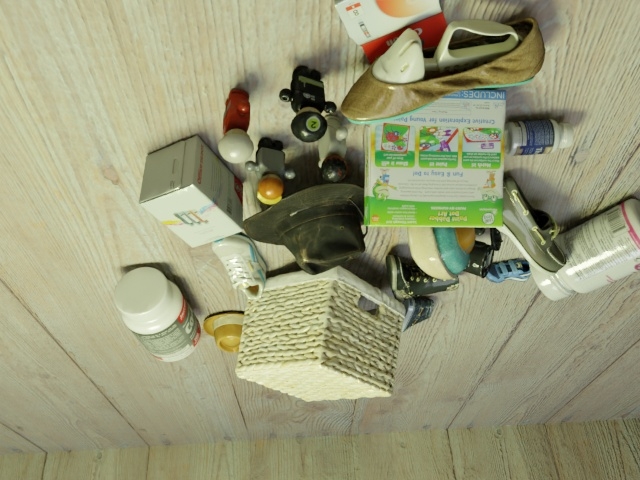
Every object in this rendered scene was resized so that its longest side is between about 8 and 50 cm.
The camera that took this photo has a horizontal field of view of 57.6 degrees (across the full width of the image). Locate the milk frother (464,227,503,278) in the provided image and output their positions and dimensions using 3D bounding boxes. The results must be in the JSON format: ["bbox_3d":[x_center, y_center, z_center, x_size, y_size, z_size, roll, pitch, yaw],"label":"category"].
[{"bbox_3d":[0.361,0.011,1.426,0.135,0.129,0.143,18,-169,30],"label":"milk frother"}]

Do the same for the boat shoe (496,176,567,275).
[{"bbox_3d":[0.479,-0.029,1.323,0.305,0.109,0.091,39,124,-25],"label":"boat shoe"}]

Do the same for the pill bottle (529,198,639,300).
[{"bbox_3d":[0.671,0.032,1.424,0.160,0.160,0.283,22,139,-34],"label":"pill bottle"}]

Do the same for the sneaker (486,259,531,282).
[{"bbox_3d":[0.510,0.079,1.576,0.144,0.053,0.059,-3,148,-17],"label":"sneaker"}]

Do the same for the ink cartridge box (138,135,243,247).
[{"bbox_3d":[-0.252,-0.094,1.161,0.127,0.128,0.176,-16,144,18],"label":"ink cartridge box"}]

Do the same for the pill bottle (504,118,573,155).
[{"bbox_3d":[0.421,-0.200,1.130,0.120,0.067,0.067,-4,146,0],"label":"pill bottle"}]

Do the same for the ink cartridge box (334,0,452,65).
[{"bbox_3d":[0.118,-0.339,0.911,0.145,0.045,0.179,-17,142,19],"label":"ink cartridge box"}]

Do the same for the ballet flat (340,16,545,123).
[{"bbox_3d":[0.193,-0.285,0.931,0.342,0.116,0.124,-12,142,2],"label":"ballet flat"}]

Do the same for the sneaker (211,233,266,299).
[{"bbox_3d":[-0.194,0.063,1.437,0.087,0.092,0.228,-14,144,17],"label":"sneaker"}]

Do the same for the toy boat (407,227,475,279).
[{"bbox_3d":[0.240,-0.079,1.174,0.148,0.267,0.318,-16,113,23],"label":"toy boat"}]

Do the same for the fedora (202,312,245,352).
[{"bbox_3d":[-0.270,0.290,1.780,0.194,0.079,0.194,-3,147,-2],"label":"fedora"}]

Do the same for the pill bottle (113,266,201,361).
[{"bbox_3d":[-0.430,0.199,1.553,0.161,0.161,0.283,-6,147,2],"label":"pill bottle"}]

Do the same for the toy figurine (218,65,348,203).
[{"bbox_3d":[-0.059,-0.177,1.040,0.213,0.148,0.209,-14,145,14],"label":"toy figurine"}]

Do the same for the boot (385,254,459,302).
[{"bbox_3d":[0.269,0.087,1.533,0.179,0.085,0.236,-12,152,8],"label":"boot"}]

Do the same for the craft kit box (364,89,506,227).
[{"bbox_3d":[0.205,-0.146,1.048,0.250,0.246,0.061,1,-179,-6],"label":"craft kit box"}]

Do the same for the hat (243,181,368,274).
[{"bbox_3d":[0.000,0.000,1.248,0.331,0.134,0.331,-11,164,-3],"label":"hat"}]

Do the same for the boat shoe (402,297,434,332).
[{"bbox_3d":[0.282,0.234,1.769,0.083,0.065,0.183,3,145,-9],"label":"boat shoe"}]

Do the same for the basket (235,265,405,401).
[{"bbox_3d":[0.004,0.257,1.540,0.331,0.266,0.328,-16,145,38],"label":"basket"}]
